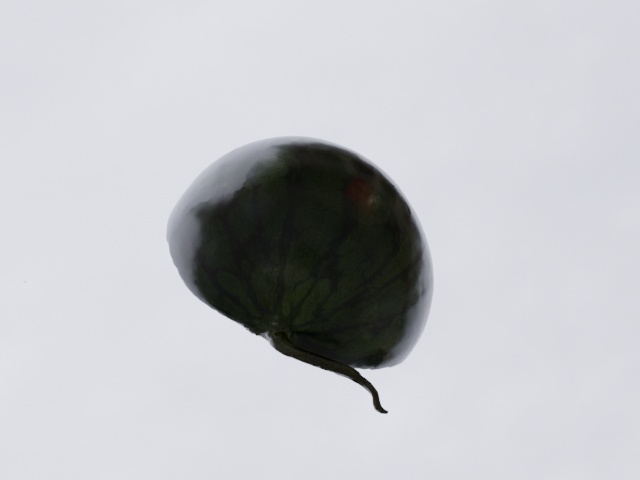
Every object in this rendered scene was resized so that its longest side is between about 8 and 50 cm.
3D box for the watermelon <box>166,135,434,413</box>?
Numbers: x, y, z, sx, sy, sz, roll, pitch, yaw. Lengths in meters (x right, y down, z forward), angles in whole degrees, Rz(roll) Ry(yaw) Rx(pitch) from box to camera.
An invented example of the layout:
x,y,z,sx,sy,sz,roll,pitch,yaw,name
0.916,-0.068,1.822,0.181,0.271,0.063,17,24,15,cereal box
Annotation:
x,y,z,sx,sy,sz,roll,pitch,yaw,name
-0.001,-0.003,0.830,0.204,0.232,0.127,32,-72,2,watermelon
